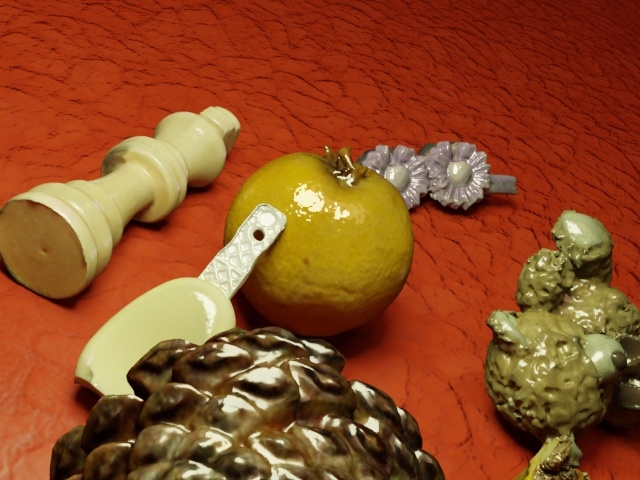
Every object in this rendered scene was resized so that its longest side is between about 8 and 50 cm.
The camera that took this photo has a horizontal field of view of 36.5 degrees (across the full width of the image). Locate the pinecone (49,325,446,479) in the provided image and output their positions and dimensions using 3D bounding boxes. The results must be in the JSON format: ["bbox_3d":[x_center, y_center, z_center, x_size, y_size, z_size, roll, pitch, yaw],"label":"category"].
[{"bbox_3d":[-0.053,0.213,0.711,0.296,0.242,0.298,-11,76,-57],"label":"pinecone"}]

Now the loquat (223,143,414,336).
[{"bbox_3d":[0.000,0.000,1.065,0.208,0.208,0.208,14,35,-10],"label":"loquat"}]

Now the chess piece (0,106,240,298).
[{"bbox_3d":[-0.208,-0.072,1.139,0.117,0.117,0.397,28,34,10],"label":"chess piece"}]

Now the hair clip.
[{"bbox_3d":[0.149,-0.088,1.374,0.292,0.084,0.106,-2,84,-26],"label":"hair clip"}]

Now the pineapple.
[{"bbox_3d":[0.224,0.237,0.963,0.114,0.114,0.077,4,20,-30],"label":"pineapple"}]

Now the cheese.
[{"bbox_3d":[-0.117,0.065,0.934,0.127,0.054,0.251,32,72,15],"label":"cheese"}]

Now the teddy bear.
[{"bbox_3d":[0.280,0.124,1.090,0.267,0.156,0.256,58,36,0],"label":"teddy bear"}]
